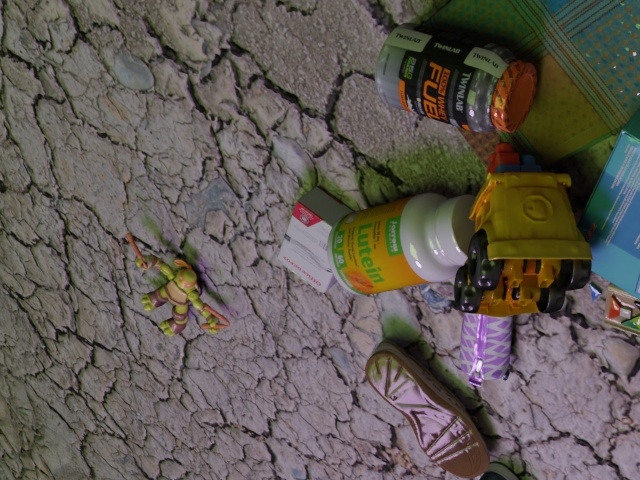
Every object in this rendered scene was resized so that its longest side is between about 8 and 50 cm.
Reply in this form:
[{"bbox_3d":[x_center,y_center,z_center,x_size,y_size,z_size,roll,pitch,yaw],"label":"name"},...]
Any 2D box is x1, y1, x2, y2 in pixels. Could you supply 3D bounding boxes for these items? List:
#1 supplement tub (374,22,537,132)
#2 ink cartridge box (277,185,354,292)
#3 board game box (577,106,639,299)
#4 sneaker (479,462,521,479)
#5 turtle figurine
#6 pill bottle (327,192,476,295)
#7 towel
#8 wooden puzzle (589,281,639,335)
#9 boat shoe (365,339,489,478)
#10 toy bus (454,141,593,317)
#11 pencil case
[{"bbox_3d":[0.177,-0.210,1.328,0.190,0.117,0.117,21,132,31],"label":"supplement tub"},{"bbox_3d":[0.000,0.000,1.731,0.109,0.063,0.150,36,138,14],"label":"ink cartridge box"},{"bbox_3d":[0.498,0.009,1.263,0.336,0.079,0.253,33,147,17],"label":"board game box"},{"bbox_3d":[0.340,0.513,1.745,0.226,0.163,0.086,39,136,10],"label":"sneaker"},{"bbox_3d":[-0.296,0.096,2.045,0.269,0.087,0.217,40,146,-2],"label":"turtle figurine"},{"bbox_3d":[0.139,0.003,1.556,0.246,0.136,0.136,-14,110,46],"label":"pill bottle"},{"bbox_3d":[0.292,-0.240,1.319,0.271,0.040,0.370,54,141,-3],"label":"towel"},{"bbox_3d":[0.442,0.102,1.459,0.116,0.014,0.078,14,128,34],"label":"wooden puzzle"},{"bbox_3d":[0.196,0.290,1.775,0.105,0.089,0.285,-36,96,23],"label":"boat shoe"},{"bbox_3d":[0.260,-0.015,1.383,0.150,0.211,0.220,-1,156,-7],"label":"toy bus"},{"bbox_3d":[0.258,0.128,1.584,0.086,0.088,0.206,18,129,28],"label":"pencil case"}]
